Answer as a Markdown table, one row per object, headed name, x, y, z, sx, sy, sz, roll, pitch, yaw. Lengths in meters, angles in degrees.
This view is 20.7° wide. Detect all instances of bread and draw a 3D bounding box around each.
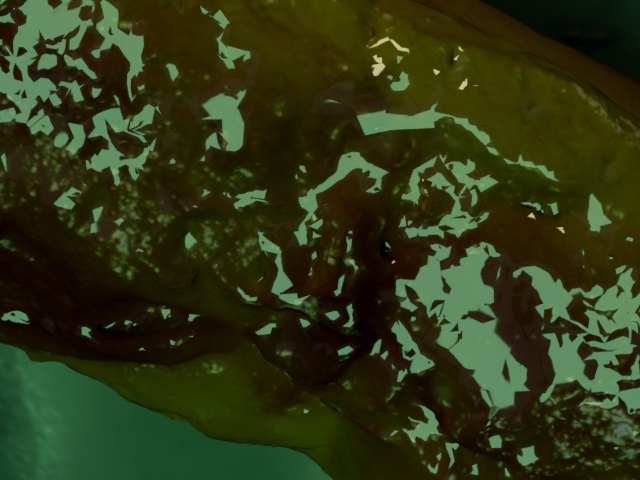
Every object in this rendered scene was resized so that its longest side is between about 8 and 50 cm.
| name | x | y | z | sx | sy | sz | roll | pitch | yaw |
| --- | --- | --- | --- | --- | --- | --- | --- | --- | --- |
| bread | 0.000 | 0.000 | 0.551 | 0.380 | 0.109 | 0.185 | 28 | 118 | -2 |
